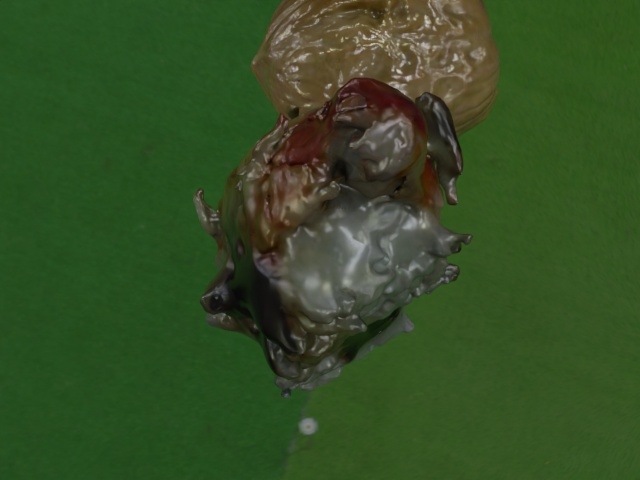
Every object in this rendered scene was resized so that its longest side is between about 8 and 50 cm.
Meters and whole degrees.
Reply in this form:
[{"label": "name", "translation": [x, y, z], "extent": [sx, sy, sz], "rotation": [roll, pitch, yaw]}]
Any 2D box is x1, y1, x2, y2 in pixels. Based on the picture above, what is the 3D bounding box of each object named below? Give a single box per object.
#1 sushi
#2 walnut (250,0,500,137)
[{"label": "sushi", "translation": [-0.001, 0.004, 0.449], "extent": [0.097, 0.226, 0.103], "rotation": [-4, 72, -6]}, {"label": "walnut", "translation": [0.040, -0.137, 0.842], "extent": [0.184, 0.155, 0.155], "rotation": [-9, 80, -3]}]
